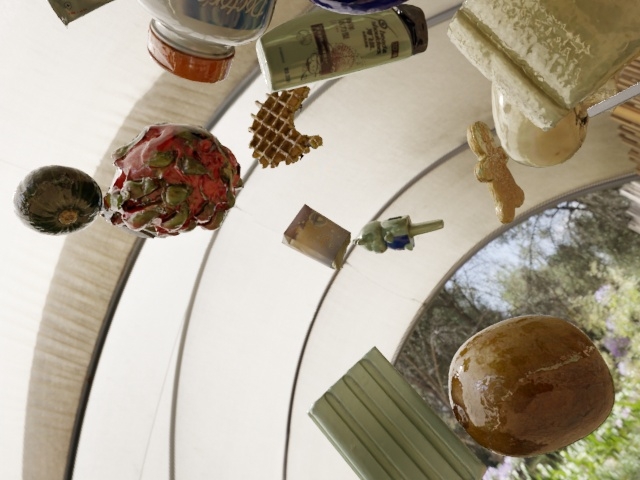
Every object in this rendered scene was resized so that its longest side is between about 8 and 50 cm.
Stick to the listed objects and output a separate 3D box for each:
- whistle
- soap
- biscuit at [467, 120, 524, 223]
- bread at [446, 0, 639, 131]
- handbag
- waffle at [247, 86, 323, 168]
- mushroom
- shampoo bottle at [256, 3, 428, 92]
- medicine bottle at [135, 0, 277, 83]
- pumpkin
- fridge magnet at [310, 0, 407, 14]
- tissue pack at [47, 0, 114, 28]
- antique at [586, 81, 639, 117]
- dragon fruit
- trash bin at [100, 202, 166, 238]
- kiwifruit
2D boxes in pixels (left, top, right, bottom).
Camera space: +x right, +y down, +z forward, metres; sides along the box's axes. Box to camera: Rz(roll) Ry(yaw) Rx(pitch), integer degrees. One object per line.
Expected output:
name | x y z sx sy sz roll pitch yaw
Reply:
whistle | 0.196 -0.016 1.129 0.110 0.244 0.092 -29 -72 -69
soap | 0.120 0.333 0.733 0.159 0.265 0.088 -38 -15 -22
biscuit | 0.399 -0.164 1.005 0.030 0.235 0.153 -20 15 47
bread | 0.215 -0.200 0.394 0.134 0.141 0.148 -37 -7 -47
handbag | 0.000 0.000 1.096 0.117 0.173 0.095 -56 -10 -27
waffle | -0.122 -0.361 1.403 0.259 0.293 0.069 -18 -23 24
mushroom | 0.413 -0.253 0.774 0.246 0.202 0.246 -5 -83 -45
shampoo bottle | 0.048 -0.418 0.915 0.359 0.078 0.134 -18 -76 -11
medicine bottle | -0.103 -0.308 0.429 0.156 0.157 0.289 -14 -33 -39
pumpkin | -0.552 -0.083 0.924 0.167 0.125 0.167 -40 -31 -30
fridge magnet | 0.072 -0.418 0.568 0.266 0.265 0.112 -53 -21 8
tissue pack | -0.383 -0.458 0.746 0.193 0.026 0.123 -40 -15 -17
antique | 0.401 -0.191 0.518 0.031 0.015 0.192 -22 -2 -11
dragon fruit | -0.317 -0.118 0.932 0.302 0.237 0.231 -21 -27 1
trash bin | -0.472 -0.132 1.216 0.162 0.183 0.235 43 -119 -53
kiwifruit | 0.310 0.222 0.669 0.233 0.196 0.196 -25 -37 -7
